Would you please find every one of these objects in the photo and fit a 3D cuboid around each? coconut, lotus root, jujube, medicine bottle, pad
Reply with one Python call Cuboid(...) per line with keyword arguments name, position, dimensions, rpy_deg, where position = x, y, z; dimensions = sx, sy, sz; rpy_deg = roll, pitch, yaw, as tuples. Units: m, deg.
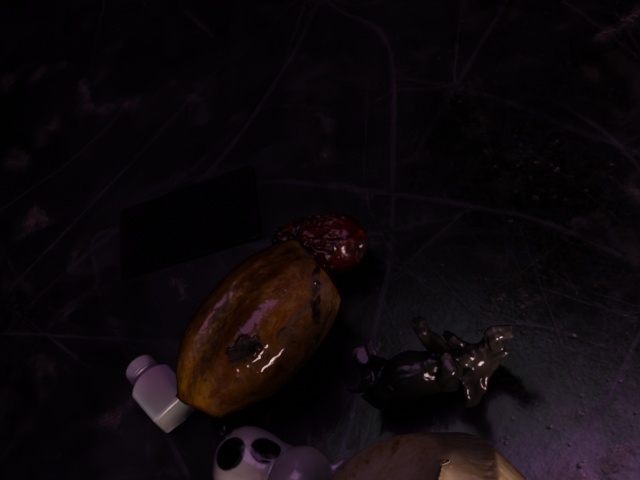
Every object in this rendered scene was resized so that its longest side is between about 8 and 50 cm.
Cuboid(name="coconut", position=(0.144, 0.390, 1.318), dimensions=(0.323, 0.323, 0.323), rpy_deg=(-11, 54, 16))
Cuboid(name="lotus root", position=(-0.092, 0.145, 1.645), dimensions=(0.291, 0.193, 0.193), rpy_deg=(-45, 52, -10))
Cuboid(name="jujube", position=(0.003, 0.000, 1.757), dimensions=(0.166, 0.104, 0.104), rpy_deg=(14, 63, 42))
Cuboid(name="medicine bottle", position=(-0.251, 0.233, 1.729), dimensions=(0.074, 0.055, 0.118), rpy_deg=(-44, 53, -9))
Cuboid(name="pad", position=(-0.230, -0.030, 1.932), dimensions=(0.265, 0.009, 0.159), rpy_deg=(-18, 53, 13))

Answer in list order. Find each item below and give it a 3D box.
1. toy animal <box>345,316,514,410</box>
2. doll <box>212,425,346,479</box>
Cuboid(name="toy animal", position=(0.155, 0.166, 1.545), dimensions=(0.245, 0.146, 0.114), rpy_deg=(-9, 61, 19))
Cuboid(name="doll", position=(-0.062, 0.326, 1.555), dimensions=(0.181, 0.106, 0.110), rpy_deg=(17, 44, 25))
